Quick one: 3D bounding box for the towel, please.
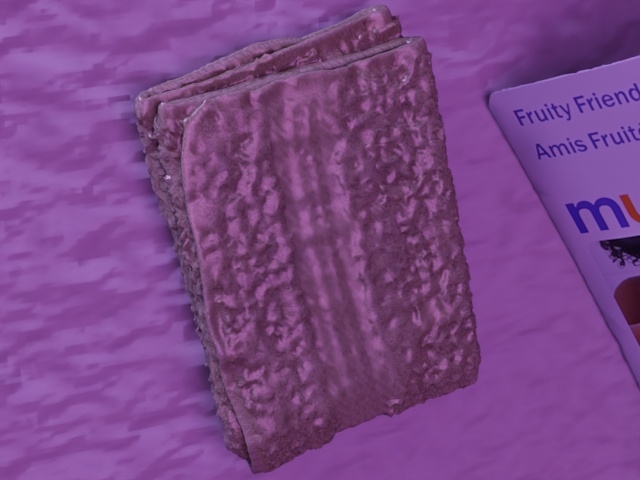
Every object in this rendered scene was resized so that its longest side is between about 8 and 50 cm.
[{"bbox_3d":[0.000,0.000,0.547,0.110,0.027,0.148,-20,108,-19],"label":"towel"}]

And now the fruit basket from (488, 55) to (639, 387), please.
[{"bbox_3d":[0.255,0.072,0.521,0.353,0.327,0.165,55,49,-26],"label":"fruit basket"}]
